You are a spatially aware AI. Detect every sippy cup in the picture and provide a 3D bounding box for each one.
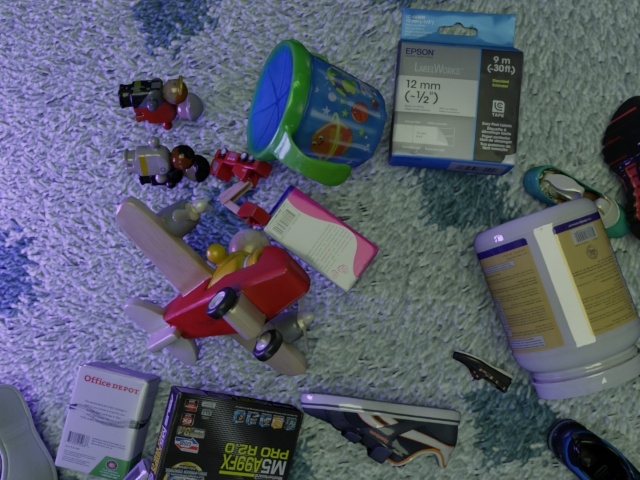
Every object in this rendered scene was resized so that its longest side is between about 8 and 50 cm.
[{"bbox_3d":[-0.001,-0.248,1.330,0.223,0.240,0.306,12,82,-25],"label":"sippy cup"}]

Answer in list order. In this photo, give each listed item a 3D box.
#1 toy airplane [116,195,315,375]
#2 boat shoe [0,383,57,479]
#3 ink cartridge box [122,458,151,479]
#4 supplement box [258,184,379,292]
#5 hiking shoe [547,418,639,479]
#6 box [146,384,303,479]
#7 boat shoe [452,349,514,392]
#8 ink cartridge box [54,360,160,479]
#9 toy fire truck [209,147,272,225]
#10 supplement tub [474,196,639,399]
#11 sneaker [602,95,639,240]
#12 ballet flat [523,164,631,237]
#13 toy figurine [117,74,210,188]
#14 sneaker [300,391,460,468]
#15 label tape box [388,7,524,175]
[{"bbox_3d":[-0.188,0.095,1.301,0.384,0.386,0.273,19,54,13],"label":"toy airplane"},{"bbox_3d":[-0.624,0.443,1.386,0.114,0.091,0.303,-9,82,-42],"label":"boat shoe"},{"bbox_3d":[-0.330,0.569,1.357,0.189,0.066,0.232,-47,122,-1],"label":"ink cartridge box"},{"bbox_3d":[0.000,0.000,1.376,0.220,0.114,0.111,37,88,7],"label":"supplement box"},{"bbox_3d":[0.575,0.477,1.299,0.304,0.132,0.113,38,88,5],"label":"hiking shoe"},{"bbox_3d":[-0.185,0.414,1.318,0.269,0.060,0.217,17,85,-25],"label":"box"},{"bbox_3d":[0.326,0.264,1.370,0.133,0.049,0.042,29,79,0],"label":"boat shoe"},{"bbox_3d":[-0.432,0.366,1.380,0.152,0.087,0.209,14,88,4],"label":"ink cartridge box"},{"bbox_3d":[-0.165,-0.111,1.373,0.192,0.047,0.135,16,76,39],"label":"toy fire truck"},{"bbox_3d":[0.454,0.108,1.281,0.240,0.241,0.332,-19,85,1],"label":"supplement tub"},{"bbox_3d":[0.676,-0.139,1.373,0.136,0.116,0.314,1,75,-30],"label":"sneaker"},{"bbox_3d":[0.530,-0.077,1.368,0.247,0.087,0.083,28,87,4],"label":"ballet flat"},{"bbox_3d":[-0.309,-0.216,1.361,0.148,0.209,0.213,-4,86,-3],"label":"toy figurine"},{"bbox_3d":[0.113,0.376,1.334,0.320,0.126,0.128,8,80,2],"label":"sneaker"},{"bbox_3d":[0.279,-0.322,1.388,0.248,0.115,0.348,5,87,3],"label":"label tape box"}]
